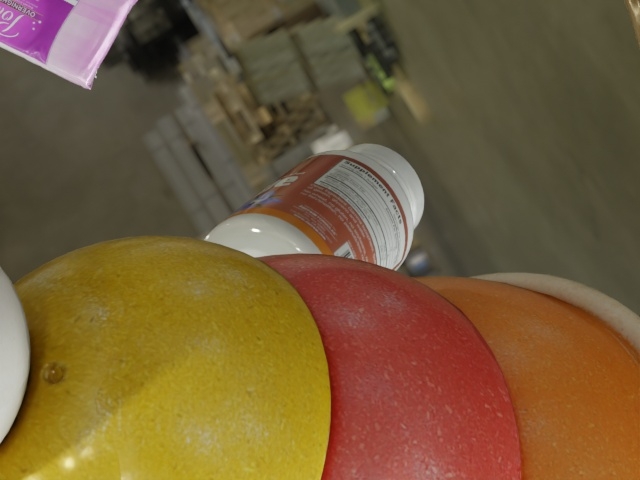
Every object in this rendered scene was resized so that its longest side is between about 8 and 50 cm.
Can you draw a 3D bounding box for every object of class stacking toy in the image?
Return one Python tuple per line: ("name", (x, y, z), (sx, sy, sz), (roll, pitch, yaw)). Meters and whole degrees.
("stacking toy", (-0.067, 0.113, 0.787), (0.480, 0.351, 0.351), (27, -161, -39))

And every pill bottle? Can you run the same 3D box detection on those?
("pill bottle", (0.000, 0.000, 1.355), (0.121, 0.121, 0.216), (59, -146, -7))

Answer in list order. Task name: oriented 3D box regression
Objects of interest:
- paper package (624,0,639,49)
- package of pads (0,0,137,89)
("paper package", (0.347, -0.264, 0.990), (0.309, 0.324, 0.168), (110, 145, -55))
("package of pads", (-0.110, -0.095, 0.625), (0.083, 0.050, 0.032), (26, -167, -22))
